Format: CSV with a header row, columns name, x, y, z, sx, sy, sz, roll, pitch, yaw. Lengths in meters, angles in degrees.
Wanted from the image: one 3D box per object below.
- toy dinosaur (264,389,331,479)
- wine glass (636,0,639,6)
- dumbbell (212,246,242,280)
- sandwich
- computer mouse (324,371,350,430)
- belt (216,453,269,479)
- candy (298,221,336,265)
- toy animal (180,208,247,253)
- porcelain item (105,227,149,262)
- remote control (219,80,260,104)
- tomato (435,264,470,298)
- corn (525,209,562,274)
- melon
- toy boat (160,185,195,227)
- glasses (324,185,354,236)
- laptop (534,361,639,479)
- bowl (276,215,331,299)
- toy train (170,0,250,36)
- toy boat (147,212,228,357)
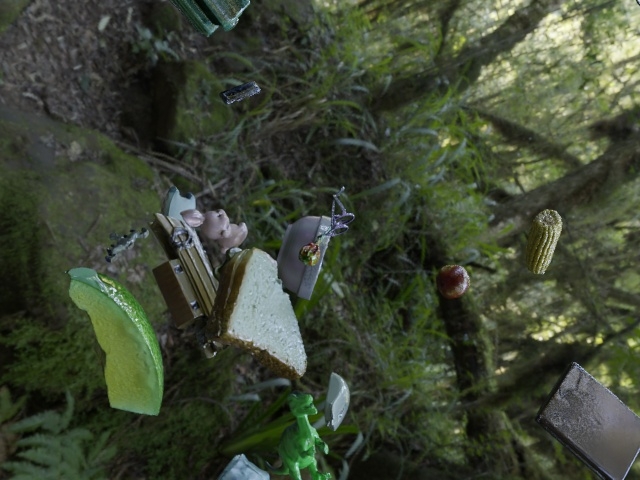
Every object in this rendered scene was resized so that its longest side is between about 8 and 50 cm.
name,x,y,z,sx,sy,sz,roll,pitch,yaw
toy dinosaur,-0.135,0.691,2.022,0.500,0.144,0.374,-12,-80,51
wine glass,0.728,-0.536,1.130,0.202,0.093,0.092,121,-39,-47
dumbbell,-0.249,0.064,1.562,0.052,0.118,0.046,-22,72,-43
sandwich,-0.132,0.177,1.423,0.288,0.100,0.254,40,46,-33
computer mouse,0.044,0.408,1.467,0.181,0.056,0.089,-69,151,-65
belt,-0.254,0.782,1.735,0.257,0.150,0.207,-69,166,11
candy,0.000,0.000,1.573,0.201,0.061,0.060,-53,129,-47
toy animal,-0.339,-0.055,1.858,0.212,0.124,0.124,40,23,-35
porcelain item,-0.520,0.000,1.504,0.075,0.136,0.021,28,-40,20
remote control,-0.185,-0.343,1.335,0.039,0.096,0.014,54,-24,19
tomato,0.330,0.099,1.451,0.075,0.087,0.087,55,12,-29
corn,0.496,0.006,1.294,0.165,0.063,0.085,81,16,-47
melon,-0.383,0.174,1.106,0.196,0.124,0.323,42,-37,43
toy boat,-0.519,-0.084,2.066,0.134,0.079,0.207,21,73,-58
glasses,0.038,-0.082,1.468,0.140,0.063,0.103,115,-38,-67
laptop,0.541,0.363,1.151,0.207,0.154,0.026,41,-21,2
bowl,-0.060,0.042,1.910,0.287,0.144,0.286,-162,-90,-89
toy train,-0.281,-0.586,1.239,0.330,0.138,0.178,48,-6,-35
toy boat,-0.387,0.126,1.661,0.136,0.162,0.445,-41,-110,52
